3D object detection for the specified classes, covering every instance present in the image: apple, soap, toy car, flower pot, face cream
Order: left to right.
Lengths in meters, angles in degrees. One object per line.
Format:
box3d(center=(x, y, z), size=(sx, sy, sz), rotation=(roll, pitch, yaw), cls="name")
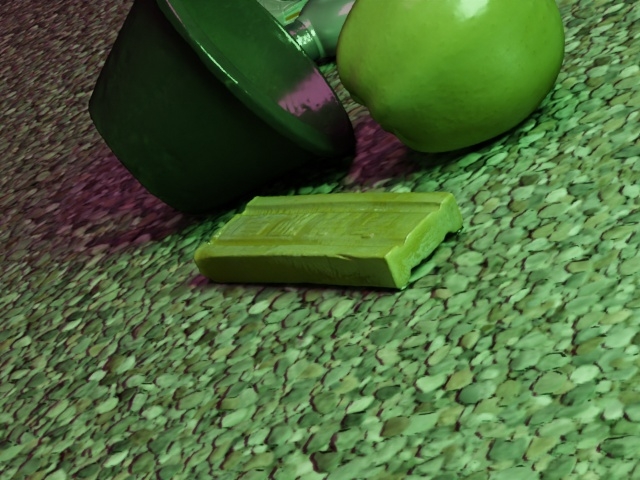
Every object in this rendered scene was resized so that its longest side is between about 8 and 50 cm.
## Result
box3d(center=(-0.113, -0.136, 1.499), size=(0.166, 0.269, 0.269), rotation=(-41, 19, 19), cls="flower pot")
box3d(center=(-0.067, -0.288, 1.954), size=(0.095, 0.056, 0.205), rotation=(-41, 28, -26), cls="toy car")
box3d(center=(0.000, -0.001, 1.314), size=(0.252, 0.037, 0.092), rotation=(1, 35, 48), cls="soap")
box3d(center=(0.049, -0.263, 1.756), size=(0.291, 0.071, 0.144), rotation=(-33, 23, -14), cls="face cream")
box3d(center=(0.112, -0.173, 1.370), size=(0.200, 0.200, 0.200), rotation=(-23, 24, 11), cls="apple")
